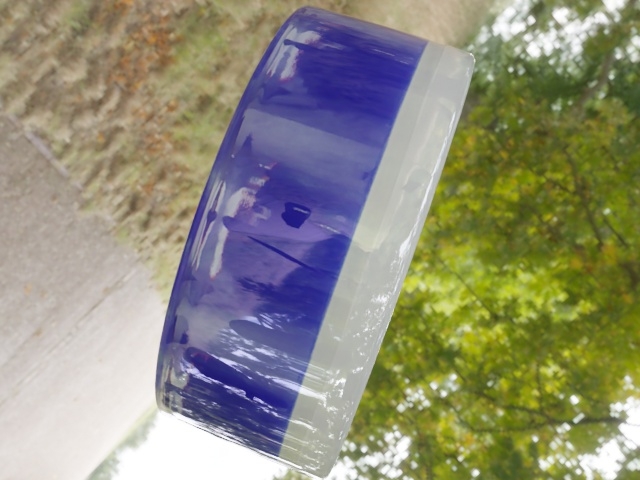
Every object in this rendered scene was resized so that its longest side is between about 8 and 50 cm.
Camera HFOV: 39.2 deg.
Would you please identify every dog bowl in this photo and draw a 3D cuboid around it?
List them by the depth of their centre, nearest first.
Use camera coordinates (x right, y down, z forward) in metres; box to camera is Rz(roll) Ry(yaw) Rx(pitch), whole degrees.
[{"bbox_3d":[0.000,0.000,0.543,0.265,0.104,0.265,20,90,-86],"label":"dog bowl"}]
